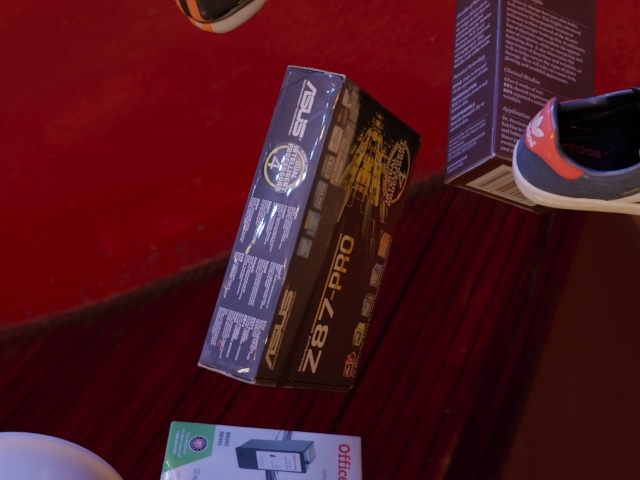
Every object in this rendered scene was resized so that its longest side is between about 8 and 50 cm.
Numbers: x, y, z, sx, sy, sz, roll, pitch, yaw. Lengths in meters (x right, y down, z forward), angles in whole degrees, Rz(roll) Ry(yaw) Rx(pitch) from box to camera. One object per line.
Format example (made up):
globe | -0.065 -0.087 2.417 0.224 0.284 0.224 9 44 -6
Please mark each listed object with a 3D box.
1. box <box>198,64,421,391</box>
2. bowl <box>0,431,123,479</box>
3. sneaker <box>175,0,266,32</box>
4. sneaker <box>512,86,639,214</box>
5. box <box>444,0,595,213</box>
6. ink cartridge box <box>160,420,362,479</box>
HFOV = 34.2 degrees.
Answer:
box | 0.000 0.000 1.398 0.097 0.318 0.394 15 86 27
bowl | -0.313 0.344 1.005 0.298 0.134 0.297 -8 119 -16
sneaker | -0.061 -0.407 1.280 0.124 0.321 0.180 40 174 20
sneaker | 0.397 -0.102 1.153 0.350 0.131 0.148 -1 152 -1
box | 0.313 -0.253 1.619 0.191 0.381 0.143 17 158 -23
ink cartridge box | -0.084 0.380 1.491 0.289 0.211 0.121 5 124 -3
